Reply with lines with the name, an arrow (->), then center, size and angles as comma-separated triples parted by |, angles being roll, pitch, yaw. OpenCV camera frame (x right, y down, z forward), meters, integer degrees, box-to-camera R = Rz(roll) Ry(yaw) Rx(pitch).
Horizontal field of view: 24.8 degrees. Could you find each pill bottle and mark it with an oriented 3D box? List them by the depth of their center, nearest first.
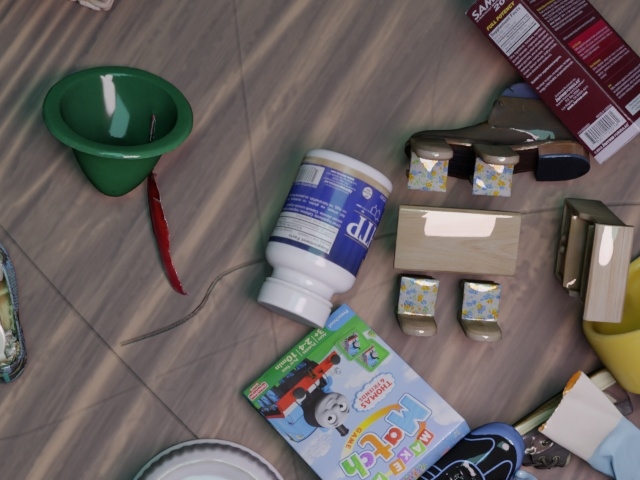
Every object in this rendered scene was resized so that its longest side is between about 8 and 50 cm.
pill bottle -> 0.000, 0.000, 1.667 | 0.112, 0.112, 0.187 | 23, 81, 0

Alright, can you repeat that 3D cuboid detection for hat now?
hat -> -0.240, -0.073, 1.707 | 0.172, 0.184, 0.208 | 1, 40, -11

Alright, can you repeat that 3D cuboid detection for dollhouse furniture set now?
dollhouse furniture set -> 0.206, 0.010, 1.621 | 0.242, 0.161, 0.212 | 4, 104, -4

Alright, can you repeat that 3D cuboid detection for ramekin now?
ramekin -> -0.124, 0.323, 1.610 | 0.207, 0.109, 0.207 | 1, 81, -5

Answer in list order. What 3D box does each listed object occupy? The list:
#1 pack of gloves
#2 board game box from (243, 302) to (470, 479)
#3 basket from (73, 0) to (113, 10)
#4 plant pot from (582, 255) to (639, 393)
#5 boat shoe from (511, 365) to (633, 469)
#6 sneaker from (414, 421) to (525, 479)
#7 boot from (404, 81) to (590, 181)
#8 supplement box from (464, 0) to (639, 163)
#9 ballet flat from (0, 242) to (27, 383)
pack of gloves -> 0.288, 0.279, 1.644 | 0.232, 0.046, 0.195 | 42, 81, -33
board game box -> 0.038, 0.192, 1.631 | 0.160, 0.039, 0.211 | -41, 58, -9
basket -> -0.334, -0.482, 1.640 | 0.328, 0.266, 0.331 | 19, 81, -1
plant pot -> 0.461, 0.128, 1.626 | 0.254, 0.254, 0.239 | -35, 100, -8
boat shoe -> 0.263, 0.226, 1.668 | 0.223, 0.080, 0.073 | -33, 80, -12
sneaker -> 0.129, 0.293, 1.600 | 0.232, 0.090, 0.081 | -44, 87, 17
boot -> 0.209, -0.133, 1.734 | 0.219, 0.082, 0.106 | 5, 62, -3
supplement box -> 0.295, -0.217, 1.711 | 0.239, 0.073, 0.130 | 49, 40, 4
ballet flat -> -0.375, 0.068, 1.654 | 0.070, 0.070, 0.188 | -18, 83, -7
